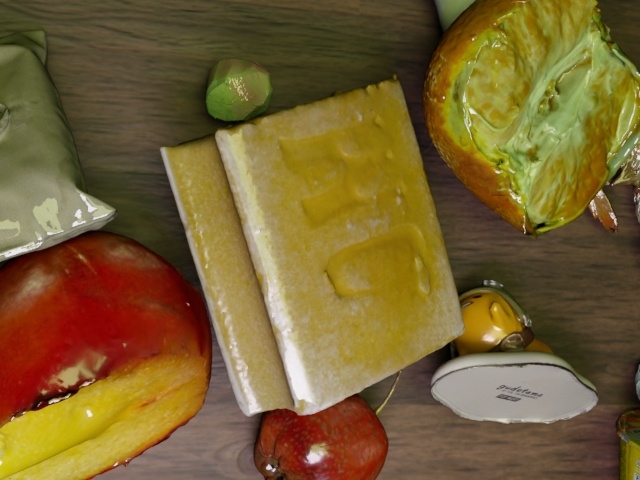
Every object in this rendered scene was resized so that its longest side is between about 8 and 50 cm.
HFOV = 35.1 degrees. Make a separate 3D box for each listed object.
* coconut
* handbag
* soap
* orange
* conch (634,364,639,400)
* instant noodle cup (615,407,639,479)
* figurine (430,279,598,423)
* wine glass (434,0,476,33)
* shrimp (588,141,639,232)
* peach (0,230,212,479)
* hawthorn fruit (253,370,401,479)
[{"bbox_3d":[-0.097,-0.181,1.219,0.083,0.081,0.082,-39,114,24],"label":"coconut"},{"bbox_3d":[-0.378,-0.092,1.070,0.253,0.109,0.316,-23,57,-8],"label":"handbag"},{"bbox_3d":[0.000,0.000,1.167,0.293,0.156,0.335,-20,98,-44],"label":"soap"},{"bbox_3d":[0.260,-0.169,1.239,0.334,0.196,0.262,39,95,-29],"label":"orange"},{"bbox_3d":[0.463,0.201,1.382,0.085,0.076,0.056,-7,134,-39],"label":"conch"},{"bbox_3d":[0.500,0.350,1.303,0.264,0.264,0.200,3,97,-15],"label":"instant noodle cup"},{"bbox_3d":[0.244,0.142,1.315,0.250,0.166,0.141,25,45,-38],"label":"figurine"},{"bbox_3d":[0.160,-0.335,1.286,0.072,0.072,0.155,-30,98,-13],"label":"wine glass"},{"bbox_3d":[0.429,-0.058,1.370,0.150,0.068,0.248,-17,90,-2],"label":"shrimp"},{"bbox_3d":[-0.274,0.153,1.066,0.281,0.281,0.338,36,62,-13],"label":"peach"},{"bbox_3d":[0.023,0.244,1.232,0.203,0.163,0.162,-17,95,-31],"label":"hawthorn fruit"}]
